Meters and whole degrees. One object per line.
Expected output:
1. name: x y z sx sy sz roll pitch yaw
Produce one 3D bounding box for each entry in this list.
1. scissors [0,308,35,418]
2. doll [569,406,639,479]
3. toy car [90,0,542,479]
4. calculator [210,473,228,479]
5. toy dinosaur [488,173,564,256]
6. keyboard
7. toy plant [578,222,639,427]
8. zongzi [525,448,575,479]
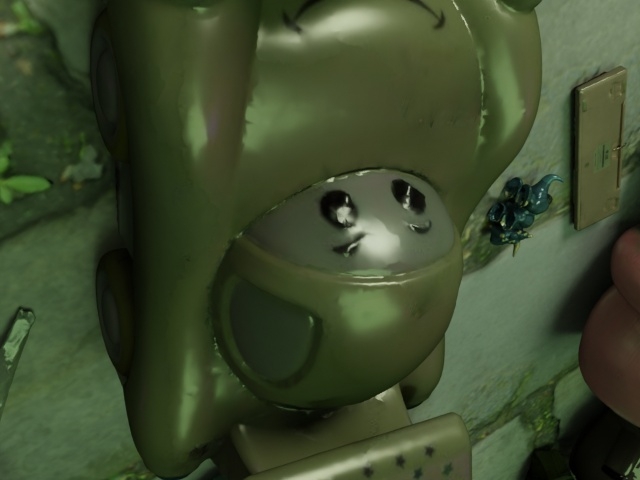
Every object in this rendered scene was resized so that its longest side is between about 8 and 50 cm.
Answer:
1. scissors: -0.239 0.144 0.504 0.110 0.021 0.212 17 104 -38
2. doll: 0.412 0.259 0.946 0.182 0.117 0.257 -15 136 -59
3. toy car: 0.000 0.000 0.428 0.242 0.226 0.336 -8 126 -28
4. calculator: -0.043 0.279 0.731 0.298 0.041 0.186 -12 127 -28
5. toy dinosaur: 0.185 -0.027 0.659 0.047 0.030 0.083 13 115 -39
6. keyboard: 0.260 -0.082 0.677 0.055 0.017 0.166 -25 132 -9
7. toy plant: 0.413 0.016 0.734 0.317 0.210 0.356 -36 141 -54
8. zongzi: 0.313 0.353 0.953 0.055 0.119 0.109 -9 128 -17
